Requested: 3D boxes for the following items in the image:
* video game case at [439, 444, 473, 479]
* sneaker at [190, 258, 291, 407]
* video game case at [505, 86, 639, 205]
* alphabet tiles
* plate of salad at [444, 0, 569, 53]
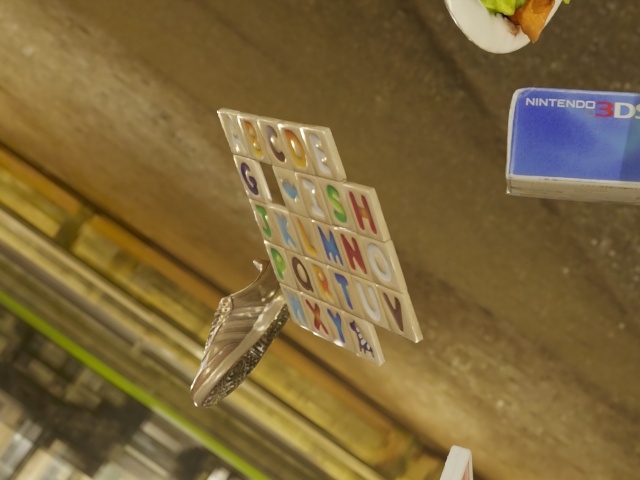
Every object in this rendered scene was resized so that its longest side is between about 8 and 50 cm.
[{"bbox_3d":[0.119,0.397,1.539,0.025,0.285,0.204,13,145,18],"label":"video game case"},{"bbox_3d":[-0.097,0.105,1.591,0.071,0.188,0.066,34,165,21],"label":"sneaker"},{"bbox_3d":[0.258,-0.054,0.914,0.269,0.061,0.244,4,179,7],"label":"video game case"},{"bbox_3d":[0.000,0.000,1.057,0.237,0.009,0.198,20,132,62],"label":"alphabet tiles"},{"bbox_3d":[0.083,-0.166,0.494,0.048,0.200,0.200,11,158,28],"label":"plate of salad"}]
